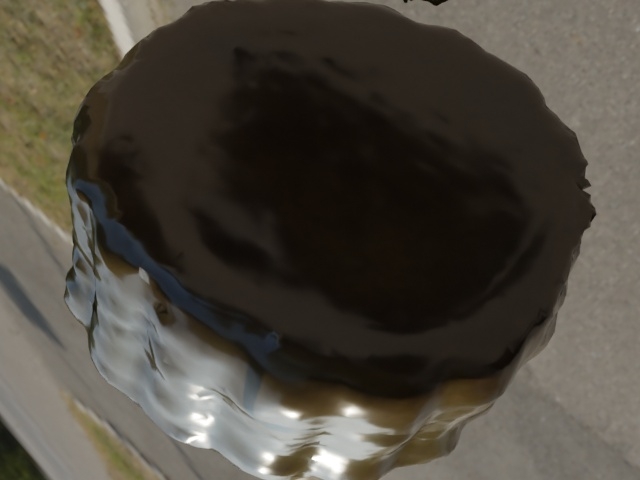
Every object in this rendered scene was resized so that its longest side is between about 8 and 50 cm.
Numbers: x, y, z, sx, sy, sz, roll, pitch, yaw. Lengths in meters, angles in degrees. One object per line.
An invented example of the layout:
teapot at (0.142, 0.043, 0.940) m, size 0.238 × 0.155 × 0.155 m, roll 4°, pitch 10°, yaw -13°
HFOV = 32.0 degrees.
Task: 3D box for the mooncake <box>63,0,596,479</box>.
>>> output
mooncake at (-0.001, 0.000, 0.728) m, size 0.324 × 0.324 × 0.187 m, roll 43°, pitch 145°, yaw 18°

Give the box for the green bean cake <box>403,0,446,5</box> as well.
green bean cake at (0.109, -0.260, 0.602) m, size 0.131 × 0.224 × 0.229 m, roll 34°, pitch -138°, yaw -70°
